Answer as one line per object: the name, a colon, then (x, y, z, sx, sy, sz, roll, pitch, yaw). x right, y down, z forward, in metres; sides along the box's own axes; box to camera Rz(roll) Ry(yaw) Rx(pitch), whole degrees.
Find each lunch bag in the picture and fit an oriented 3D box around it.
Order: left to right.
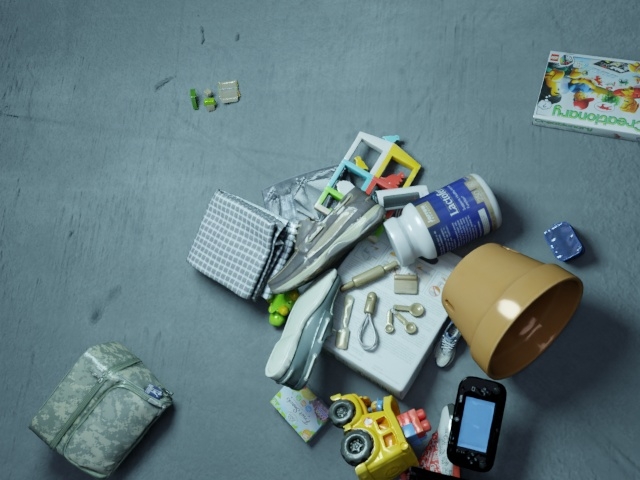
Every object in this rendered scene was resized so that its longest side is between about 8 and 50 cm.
lunch bag: (-0.577, 0.457, 1.617, 0.256, 0.212, 0.305, 39, 90, 5)
lunch bag: (0.588, 0.001, 1.447, 0.067, 0.065, 0.098, -30, 70, 24)

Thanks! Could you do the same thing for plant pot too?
plant pot: (0.415, 0.143, 1.366, 0.291, 0.291, 0.203, -47, 52, 1)

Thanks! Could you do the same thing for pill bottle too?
pill bottle: (0.297, -0.045, 1.482, 0.264, 0.153, 0.153, -26, 70, 0)

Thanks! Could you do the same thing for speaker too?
speaker: (0.210, -0.110, 1.548, 0.136, 0.055, 0.055, -7, 73, -6)

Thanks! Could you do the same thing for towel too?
towel: (-0.220, 0.011, 1.620, 0.283, 0.121, 0.235, 26, 94, 35)

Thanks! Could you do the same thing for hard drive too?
hard drive: (-0.027, -0.103, 1.665, 0.254, 0.054, 0.172, -17, 72, 11)

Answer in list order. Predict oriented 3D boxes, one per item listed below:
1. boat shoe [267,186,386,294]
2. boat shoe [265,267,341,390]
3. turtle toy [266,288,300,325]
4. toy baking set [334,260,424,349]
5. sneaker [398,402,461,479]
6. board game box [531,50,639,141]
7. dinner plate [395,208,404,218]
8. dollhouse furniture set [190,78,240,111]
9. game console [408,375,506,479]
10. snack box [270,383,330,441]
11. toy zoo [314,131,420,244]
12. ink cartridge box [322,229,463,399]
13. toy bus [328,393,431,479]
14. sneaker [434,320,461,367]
boat shoe: (0.000, 0.000, 1.524, 0.355, 0.132, 0.130, -38, 79, 4)
boat shoe: (-0.021, 0.214, 1.459, 0.116, 0.099, 0.319, -21, 35, 55)
turtle toy: (-0.098, 0.171, 1.610, 0.130, 0.066, 0.095, -54, 45, 1)
toy baking set: (0.135, 0.161, 1.479, 0.256, 0.030, 0.197, -21, 61, -2)
sneaker: (0.255, 0.520, 1.401, 0.145, 0.090, 0.270, -2, 78, 14)
board game box: (0.711, -0.362, 1.507, 0.305, 0.053, 0.193, 14, 81, 20)
dinner plate: (0.268, -0.056, 1.576, 0.141, 0.017, 0.141, -2, 76, 9)
dollhouse furniture set: (-0.325, -0.445, 1.860, 0.151, 0.058, 0.076, -9, 65, -5)
game console: (0.314, 0.480, 1.321, 0.213, 0.044, 0.361, 12, 87, 4)
snack box: (-0.046, 0.431, 1.543, 0.141, 0.037, 0.100, 42, 92, 22)
toy zoo: (0.137, -0.161, 1.602, 0.192, 0.030, 0.293, 31, 79, 5)
ink cartridge box: (0.174, 0.161, 1.541, 0.308, 0.091, 0.385, 29, 69, 22)
toy bus: (0.146, 0.440, 1.405, 0.211, 0.149, 0.220, -28, 43, 3)
sneaker: (0.314, 0.247, 1.470, 0.052, 0.058, 0.135, 21, 84, 21)
